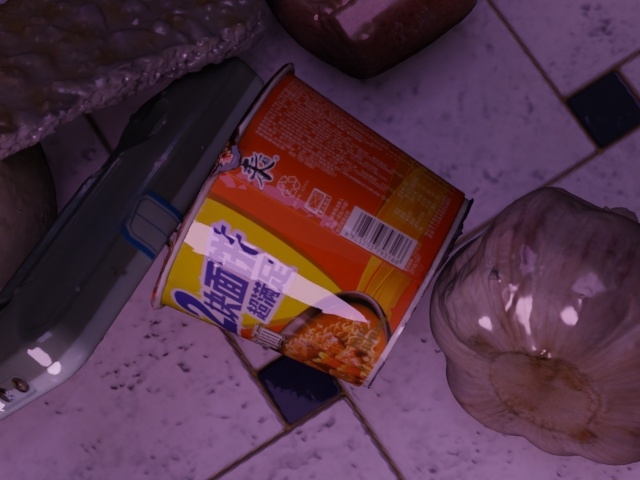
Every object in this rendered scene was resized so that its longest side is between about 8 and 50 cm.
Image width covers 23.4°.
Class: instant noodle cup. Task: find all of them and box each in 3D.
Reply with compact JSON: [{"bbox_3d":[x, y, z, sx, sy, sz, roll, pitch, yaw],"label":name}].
[{"bbox_3d":[0.000,0.000,1.136,0.174,0.213,0.213,29,78,3],"label":"instant noodle cup"}]

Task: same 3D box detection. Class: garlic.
[{"bbox_3d":[0.195,0.035,1.130,0.219,0.218,0.212,24,49,9],"label":"garlic"}]

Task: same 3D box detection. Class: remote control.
[{"bbox_3d":[-0.149,-0.014,1.109,0.065,0.128,0.335,43,44,-14],"label":"remote control"}]

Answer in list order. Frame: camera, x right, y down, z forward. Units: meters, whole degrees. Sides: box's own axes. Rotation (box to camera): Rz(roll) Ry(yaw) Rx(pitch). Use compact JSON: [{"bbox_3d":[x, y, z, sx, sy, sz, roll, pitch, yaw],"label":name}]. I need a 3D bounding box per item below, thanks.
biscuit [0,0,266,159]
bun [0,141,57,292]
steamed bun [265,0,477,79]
[{"bbox_3d":[-0.166,-0.156,1.151,0.290,0.038,0.141,-30,60,-28],"label":"biscuit"},{"bbox_3d":[-0.372,-0.003,1.143,0.365,0.219,0.365,-2,73,5],"label":"bun"},{"bbox_3d":[0.030,-0.210,1.238,0.145,0.106,0.175,-38,62,-1],"label":"steamed bun"}]
